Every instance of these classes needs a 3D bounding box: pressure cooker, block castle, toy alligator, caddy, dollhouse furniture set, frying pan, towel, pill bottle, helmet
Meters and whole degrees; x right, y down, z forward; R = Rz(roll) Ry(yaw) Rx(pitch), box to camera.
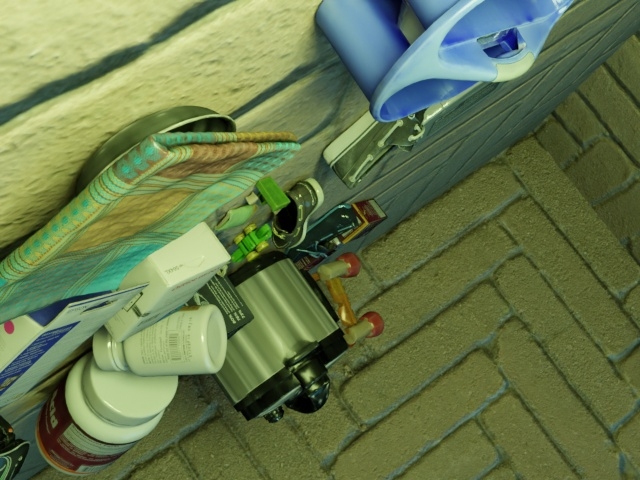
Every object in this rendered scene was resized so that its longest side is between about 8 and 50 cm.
[{"bbox_3d":[-0.131,0.288,1.815,0.375,0.420,0.370,-39,171,20],"label":"pressure cooker"},{"bbox_3d":[-0.020,0.252,2.273,0.453,0.303,0.212,-26,174,37],"label":"block castle"},{"bbox_3d":[-0.155,0.016,1.416,0.189,0.056,0.051,-41,171,36],"label":"toy alligator"},{"bbox_3d":[0.163,-0.250,0.738,0.341,0.179,0.241,-29,169,-42],"label":"caddy"},{"bbox_3d":[-0.117,-0.047,1.189,0.076,0.059,0.151,-27,168,-48],"label":"dollhouse furniture set"},{"bbox_3d":[-0.138,-0.105,0.761,0.326,0.053,0.197,-30,172,-42],"label":"frying pan"},{"bbox_3d":[-0.218,-0.010,0.749,0.370,0.040,0.271,-32,175,27],"label":"towel"},{"bbox_3d":[-0.486,0.372,1.506,0.224,0.224,0.392,-28,169,-47],"label":"pill bottle"},{"bbox_3d":[-0.307,0.194,1.277,0.229,0.131,0.131,-5,177,10],"label":"pill bottle"},{"bbox_3d":[-0.647,0.408,1.258,0.162,0.169,0.169,-57,164,24],"label":"helmet"}]

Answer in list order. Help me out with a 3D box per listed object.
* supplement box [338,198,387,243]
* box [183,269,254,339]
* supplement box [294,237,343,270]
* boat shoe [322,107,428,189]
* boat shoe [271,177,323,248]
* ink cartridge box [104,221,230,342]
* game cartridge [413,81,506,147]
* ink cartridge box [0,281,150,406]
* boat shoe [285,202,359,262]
[{"bbox_3d":[0.119,-0.062,2.057,0.104,0.081,0.188,-40,171,24],"label":"supplement box"},{"bbox_3d":[-0.273,0.165,1.453,0.108,0.153,0.207,-40,170,35],"label":"box"},{"bbox_3d":[-0.045,0.051,2.063,0.239,0.073,0.130,-35,173,7],"label":"supplement box"},{"bbox_3d":[0.139,-0.205,1.187,0.301,0.102,0.108,-39,172,22],"label":"boat shoe"},{"bbox_3d":[-0.066,-0.045,1.373,0.068,0.081,0.228,-28,162,-33],"label":"boat shoe"},{"bbox_3d":[-0.270,0.069,1.125,0.203,0.086,0.148,-42,171,37],"label":"ink cartridge box"},{"bbox_3d":[0.303,-0.316,1.434,0.297,0.062,0.198,-35,168,-8],"label":"game cartridge"},{"bbox_3d":[-0.440,0.160,1.016,0.371,0.069,0.175,-36,172,23],"label":"ink cartridge box"},{"bbox_3d":[0.000,0.000,1.880,0.258,0.089,0.109,-41,171,36],"label":"boat shoe"}]
